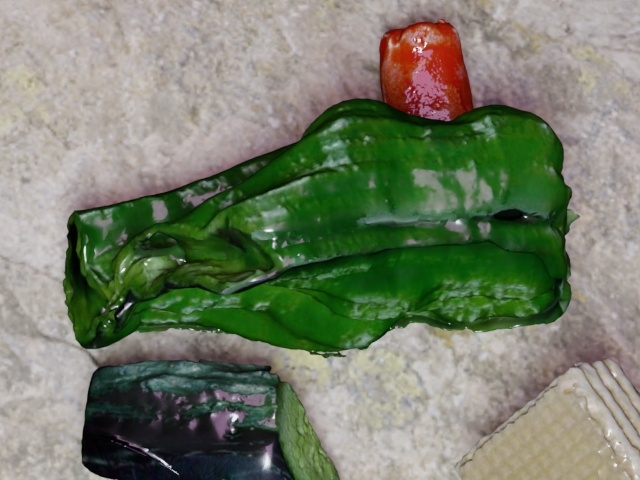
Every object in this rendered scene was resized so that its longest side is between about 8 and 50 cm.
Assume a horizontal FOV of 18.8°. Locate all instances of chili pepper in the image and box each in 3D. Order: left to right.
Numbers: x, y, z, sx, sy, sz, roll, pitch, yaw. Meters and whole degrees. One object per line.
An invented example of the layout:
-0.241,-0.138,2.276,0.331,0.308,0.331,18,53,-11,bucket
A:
-0.001,-0.011,1.410,0.385,0.213,0.167,-7,65,-5,chili pepper
0.087,-0.116,1.522,0.073,0.070,0.123,-19,74,36,chili pepper

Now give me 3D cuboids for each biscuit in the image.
0.259,0.288,1.303,0.078,0.144,0.426,-11,61,-53,biscuit

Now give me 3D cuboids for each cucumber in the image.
-0.078,0.152,1.397,0.193,0.115,0.086,10,33,9,cucumber
